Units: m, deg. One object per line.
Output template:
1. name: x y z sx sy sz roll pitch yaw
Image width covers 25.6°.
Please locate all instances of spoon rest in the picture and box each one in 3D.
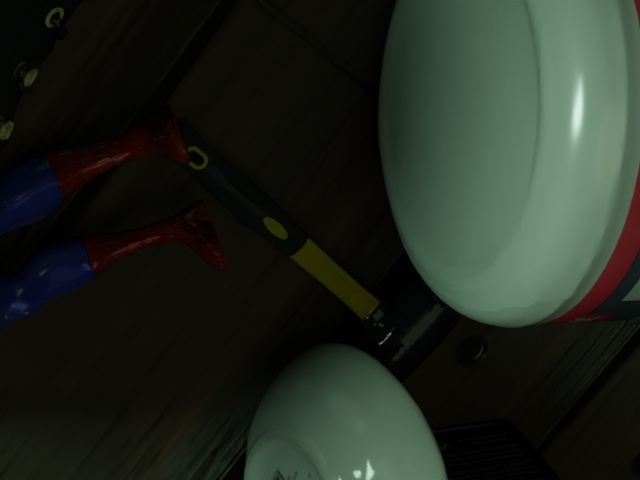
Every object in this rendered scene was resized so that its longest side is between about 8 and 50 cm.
1. spoon rest: -0.010 0.172 0.741 0.084 0.137 0.276 -7 135 -42

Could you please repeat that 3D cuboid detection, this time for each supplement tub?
1. supplement tub: 0.181 -0.060 0.648 0.272 0.191 0.191 -1 116 -22

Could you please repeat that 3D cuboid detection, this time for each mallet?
1. mallet: 0.000 0.000 0.698 0.062 0.039 0.189 -39 120 1

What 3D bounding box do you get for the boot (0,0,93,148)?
1. boot: -0.088 -0.116 0.571 0.236 0.085 0.178 21 108 -24

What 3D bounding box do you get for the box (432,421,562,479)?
1. box: 0.092 0.218 0.743 0.108 0.207 0.153 -5 117 -21

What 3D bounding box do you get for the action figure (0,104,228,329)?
1. action figure: -0.175 0.041 0.580 0.280 0.139 0.091 -20 121 -4
